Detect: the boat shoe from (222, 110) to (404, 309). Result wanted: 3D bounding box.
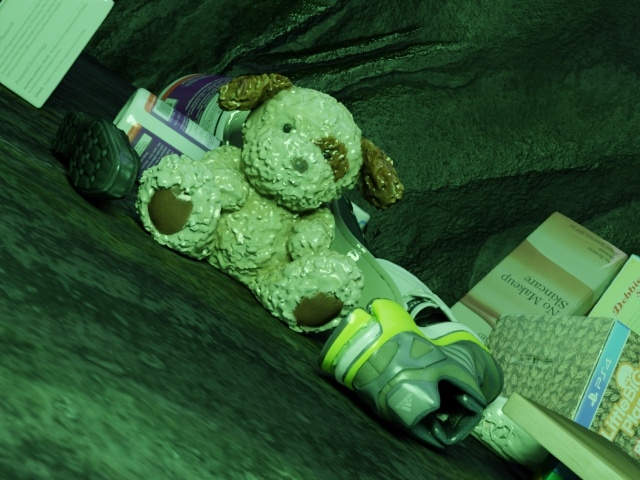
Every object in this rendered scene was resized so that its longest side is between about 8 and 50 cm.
[{"bbox_3d":[-0.017,-0.024,1.232,0.340,0.127,0.113,51,-6,-12],"label":"boat shoe"}]

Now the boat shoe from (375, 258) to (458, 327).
[{"bbox_3d":[0.133,0.101,1.278,0.258,0.095,0.084,44,-18,31],"label":"boat shoe"}]

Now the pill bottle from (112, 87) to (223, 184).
[{"bbox_3d":[-0.183,-0.102,1.262,0.193,0.108,0.108,34,4,-17],"label":"pill bottle"}]

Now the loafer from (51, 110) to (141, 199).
[{"bbox_3d":[-0.220,-0.086,1.003,0.078,0.076,0.223,24,5,-29],"label":"loafer"}]

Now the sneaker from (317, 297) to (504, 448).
[{"bbox_3d":[0.112,0.148,0.945,0.121,0.111,0.300,49,17,31],"label":"sneaker"}]

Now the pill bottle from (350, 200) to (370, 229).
[{"bbox_3d":[0.000,0.000,1.350,0.078,0.137,0.078,36,4,-3],"label":"pill bottle"}]

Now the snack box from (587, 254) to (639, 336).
[{"bbox_3d":[0.470,0.203,1.491,0.187,0.322,0.060,38,6,37],"label":"snack box"}]

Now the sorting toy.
[{"bbox_3d":[0.305,0.280,0.934,0.255,0.089,0.257,30,7,-48],"label":"sorting toy"}]

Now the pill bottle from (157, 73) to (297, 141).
[{"bbox_3d":[-0.114,-0.151,1.441,0.181,0.181,0.323,32,-8,-37],"label":"pill bottle"}]

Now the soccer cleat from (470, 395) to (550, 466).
[{"bbox_3d":[0.184,0.198,1.110,0.076,0.068,0.196,23,4,-45],"label":"soccer cleat"}]

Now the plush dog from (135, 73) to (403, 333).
[{"bbox_3d":[-0.042,-0.059,1.063,0.262,0.225,0.210,34,4,-9],"label":"plush dog"}]

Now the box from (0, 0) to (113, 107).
[{"bbox_3d":[-0.386,-0.297,1.354,0.119,0.182,0.181,36,4,-17],"label":"box"}]

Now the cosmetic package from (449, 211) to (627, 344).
[{"bbox_3d":[0.337,0.109,1.549,0.153,0.296,0.129,36,-27,28],"label":"cosmetic package"}]

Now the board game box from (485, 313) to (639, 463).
[{"bbox_3d":[0.376,0.227,1.260,0.291,0.141,0.232,34,-16,-21],"label":"board game box"}]
